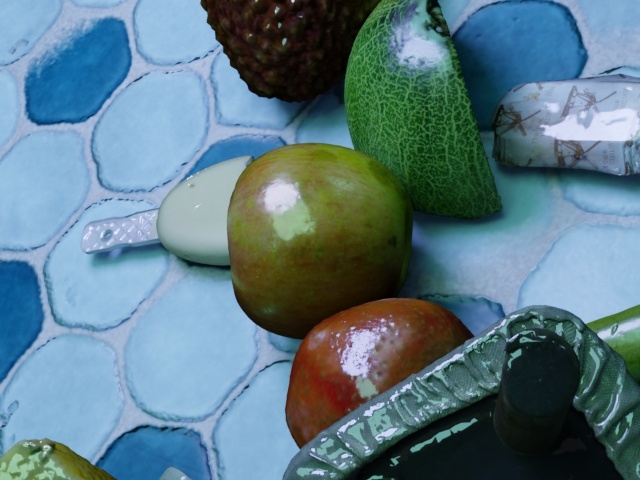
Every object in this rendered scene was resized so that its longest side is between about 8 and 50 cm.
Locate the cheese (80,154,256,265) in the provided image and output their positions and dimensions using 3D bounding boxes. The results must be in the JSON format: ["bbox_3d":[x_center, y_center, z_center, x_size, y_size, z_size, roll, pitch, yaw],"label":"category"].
[{"bbox_3d":[-0.153,-0.023,1.579,0.255,0.050,0.127,-8,59,26],"label":"cheese"}]

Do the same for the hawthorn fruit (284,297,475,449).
[{"bbox_3d":[0.047,0.136,1.299,0.200,0.179,0.179,6,65,50],"label":"hawthorn fruit"}]

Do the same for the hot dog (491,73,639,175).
[{"bbox_3d":[0.255,-0.112,1.398,0.191,0.059,0.108,7,64,35],"label":"hot dog"}]

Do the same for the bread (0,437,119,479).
[{"bbox_3d":[-0.175,0.382,1.234,0.233,0.245,0.361,-47,47,-4],"label":"bread"}]

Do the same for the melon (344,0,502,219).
[{"bbox_3d":[0.081,-0.154,1.435,0.129,0.169,0.265,-15,53,4],"label":"melon"}]

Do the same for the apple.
[{"bbox_3d":[0.000,0.000,1.390,0.196,0.196,0.196,-14,56,22],"label":"apple"}]

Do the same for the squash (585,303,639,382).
[{"bbox_3d":[0.248,0.098,1.269,0.201,0.066,0.066,-17,55,19],"label":"squash"}]

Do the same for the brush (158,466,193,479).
[{"bbox_3d":[-0.100,0.265,1.391,0.178,0.030,0.033,25,86,37],"label":"brush"}]

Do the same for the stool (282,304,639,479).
[{"bbox_3d":[0.140,0.240,1.074,0.310,0.226,0.310,-35,87,8],"label":"stool"}]

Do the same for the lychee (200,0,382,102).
[{"bbox_3d":[-0.023,-0.284,1.558,0.236,0.236,0.271,16,96,35],"label":"lychee"}]
